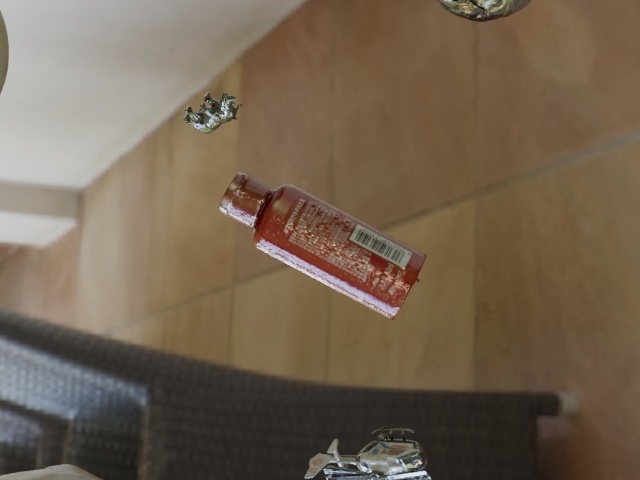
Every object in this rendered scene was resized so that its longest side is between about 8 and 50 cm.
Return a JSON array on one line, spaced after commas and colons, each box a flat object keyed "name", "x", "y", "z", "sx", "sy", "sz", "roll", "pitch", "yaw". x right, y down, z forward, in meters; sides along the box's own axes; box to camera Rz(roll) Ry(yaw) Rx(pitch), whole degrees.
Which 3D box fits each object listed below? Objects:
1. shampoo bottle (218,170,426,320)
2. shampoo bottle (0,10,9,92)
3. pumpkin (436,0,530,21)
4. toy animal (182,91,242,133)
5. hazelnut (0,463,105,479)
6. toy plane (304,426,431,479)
[{"name": "shampoo bottle", "x": 0.000, "y": 0.000, "z": 1.975, "sx": 0.118, "sy": 0.314, "sz": 0.076, "roll": -62, "pitch": -2, "yaw": -21}, {"name": "shampoo bottle", "x": -0.626, "y": -0.281, "z": 1.957, "sx": 0.317, "sy": 0.323, "sz": 0.322, "roll": -135, "pitch": 53, "yaw": -73}, {"name": "pumpkin", "x": 0.240, "y": -0.427, "z": 1.876, "sx": 0.159, "sy": 0.238, "sz": 0.238, "roll": 50, "pitch": 132, "yaw": 46}, {"name": "toy animal", "x": -0.185, "y": -0.229, "z": 2.342, "sx": 0.136, "sy": 0.065, "sz": 0.047, "roll": -28, "pitch": 35, "yaw": 47}, {"name": "hazelnut", "x": -0.307, "y": 0.428, "z": 1.413, "sx": 0.359, "sy": 0.409, "sz": 0.359, "roll": -52, "pitch": 21, "yaw": 29}, {"name": "toy plane", "x": 0.072, "y": 0.305, "z": 1.844, "sx": 0.078, "sy": 0.197, "sz": 0.053, "roll": -58, "pitch": -45, "yaw": -48}]
